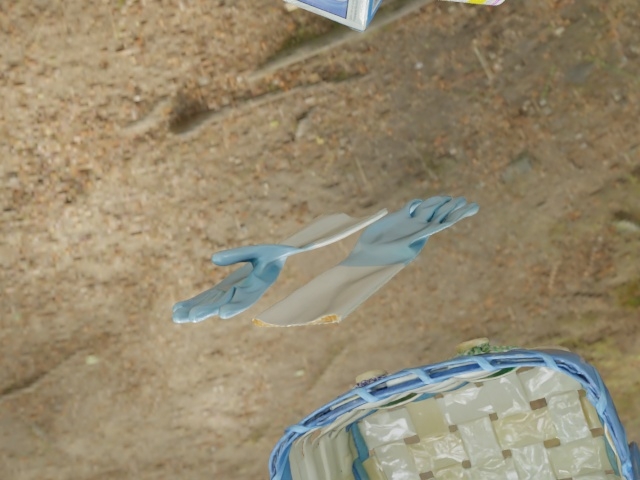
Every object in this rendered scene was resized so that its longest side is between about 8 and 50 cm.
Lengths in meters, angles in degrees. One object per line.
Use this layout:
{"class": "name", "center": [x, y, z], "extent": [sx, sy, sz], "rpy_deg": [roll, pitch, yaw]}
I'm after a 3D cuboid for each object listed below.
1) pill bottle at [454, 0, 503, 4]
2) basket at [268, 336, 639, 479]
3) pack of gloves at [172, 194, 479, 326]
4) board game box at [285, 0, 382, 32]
{"class": "pill bottle", "center": [0.123, -0.232, 1.000], "extent": [0.083, 0.043, 0.043], "rpy_deg": [1, 139, -21]}
{"class": "basket", "center": [0.078, 0.176, 0.693], "extent": [0.254, 0.201, 0.289], "rpy_deg": [-20, -174, 15]}
{"class": "pack of gloves", "center": [0.000, 0.000, 0.895], "extent": [0.195, 0.046, 0.232], "rpy_deg": [-8, -162, 41]}
{"class": "board game box", "center": [-0.074, -0.327, 0.795], "extent": [0.302, 0.086, 0.308], "rpy_deg": [23, 150, 9]}
